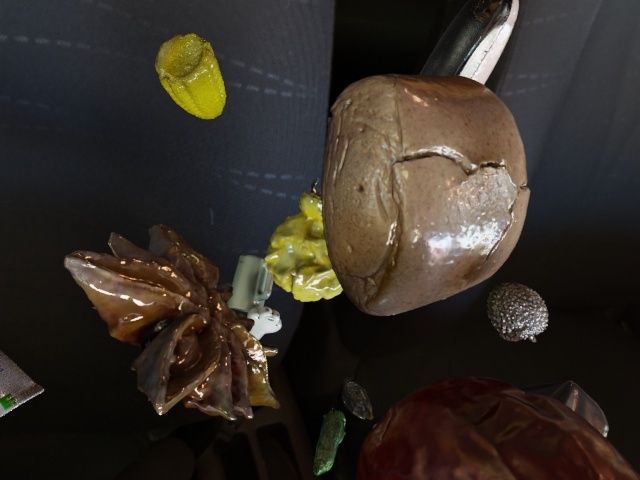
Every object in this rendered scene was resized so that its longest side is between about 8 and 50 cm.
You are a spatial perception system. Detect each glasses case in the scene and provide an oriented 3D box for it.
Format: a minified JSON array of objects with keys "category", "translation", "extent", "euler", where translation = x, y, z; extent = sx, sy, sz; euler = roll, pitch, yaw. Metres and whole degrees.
[{"category":"glasses case","translation":[0.212,-0.263,1.033],"extent":[0.075,0.314,0.122],"euler":[17,31,-22]}]

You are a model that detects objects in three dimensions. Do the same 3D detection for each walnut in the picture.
[{"category":"walnut","translation":[0.169,0.266,0.603],"extent":[0.222,0.243,0.269],"euler":[-17,22,-17]}]

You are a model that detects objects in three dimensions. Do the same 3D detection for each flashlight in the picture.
[{"category":"flashlight","translation":[-0.179,0.237,1.631],"extent":[0.093,0.200,0.047],"euler":[27,34,-27]}]

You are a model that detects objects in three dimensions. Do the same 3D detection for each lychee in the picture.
[{"category":"lychee","translation":[0.234,0.086,0.756],"extent":[0.068,0.067,0.083],"euler":[-36,104,-1]}]

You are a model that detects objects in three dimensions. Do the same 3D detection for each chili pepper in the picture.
[{"category":"chili pepper","translation":[0.014,0.473,1.467],"extent":[0.059,0.088,0.227],"euler":[5,10,10]}]

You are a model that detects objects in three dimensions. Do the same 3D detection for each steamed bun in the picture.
[{"category":"steamed bun","translation":[0.144,-0.061,0.806],"extent":[0.252,0.199,0.301],"euler":[-12,101,-46]}]

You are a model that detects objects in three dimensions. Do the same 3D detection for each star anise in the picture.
[{"category":"star anise","translation":[-0.151,0.109,0.744],"extent":[0.292,0.109,0.349],"euler":[62,10,-7]}]

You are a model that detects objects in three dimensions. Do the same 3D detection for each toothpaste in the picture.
[{"category":"toothpaste","translation":[-0.451,0.093,0.739],"extent":[0.301,0.048,0.075],"euler":[41,18,13]}]

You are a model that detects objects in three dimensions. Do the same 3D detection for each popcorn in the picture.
[{"category":"popcorn","translation":[-0.010,0.002,1.096],"extent":[0.169,0.195,0.173],"euler":[-2,14,6]}]

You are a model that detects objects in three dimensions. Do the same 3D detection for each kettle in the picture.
[{"category":"kettle","translation":[-0.184,0.115,1.689],"extent":[0.098,0.127,0.147],"euler":[15,80,-11]}]

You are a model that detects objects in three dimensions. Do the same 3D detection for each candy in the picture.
[{"category":"candy","translation":[-0.219,-0.277,1.146],"extent":[0.106,0.199,0.094],"euler":[-38,72,-5]}]

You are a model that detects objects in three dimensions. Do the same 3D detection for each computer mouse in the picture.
[{"category":"computer mouse","translation":[0.098,0.450,1.770],"extent":[0.079,0.047,0.135],"euler":[13,31,-36]}]

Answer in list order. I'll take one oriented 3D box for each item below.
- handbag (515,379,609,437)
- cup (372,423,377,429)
[{"category":"handbag","translation":[0.367,0.409,1.251],"extent":[0.178,0.302,0.275],"euler":[48,60,-9]},{"category":"cup","translation":[0.206,0.525,1.673],"extent":[0.133,0.136,0.099],"euler":[3,71,-44]}]
